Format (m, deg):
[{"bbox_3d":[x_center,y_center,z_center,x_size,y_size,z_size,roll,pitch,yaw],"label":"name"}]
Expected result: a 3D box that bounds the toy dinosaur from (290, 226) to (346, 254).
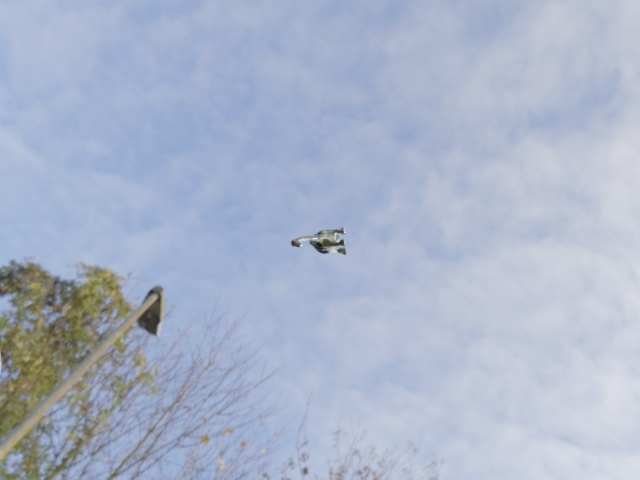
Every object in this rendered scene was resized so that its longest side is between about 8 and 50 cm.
[{"bbox_3d":[0.014,0.000,0.892,0.058,0.180,0.037,5,-94,17],"label":"toy dinosaur"}]
